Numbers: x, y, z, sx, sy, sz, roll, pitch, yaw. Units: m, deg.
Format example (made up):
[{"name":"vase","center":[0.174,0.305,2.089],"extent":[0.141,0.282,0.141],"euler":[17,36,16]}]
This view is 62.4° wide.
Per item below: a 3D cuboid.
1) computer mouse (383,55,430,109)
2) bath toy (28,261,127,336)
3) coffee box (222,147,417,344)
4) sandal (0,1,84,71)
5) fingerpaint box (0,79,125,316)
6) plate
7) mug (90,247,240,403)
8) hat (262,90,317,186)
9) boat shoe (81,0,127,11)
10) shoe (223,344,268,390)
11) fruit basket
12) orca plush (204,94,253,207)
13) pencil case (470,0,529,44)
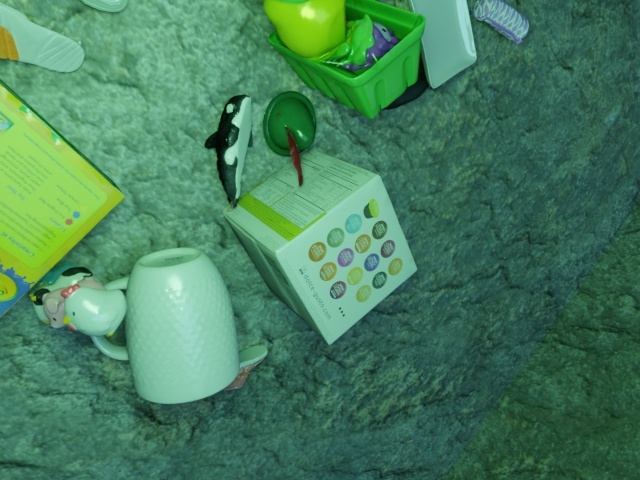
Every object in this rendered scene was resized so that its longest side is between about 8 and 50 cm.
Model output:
[{"name":"computer mouse","center":[0.269,-0.490,1.590],"extent":[0.272,0.072,0.189],"euler":[-36,125,-15]},{"name":"bath toy","center":[-0.548,0.127,1.155],"extent":[0.129,0.348,0.152],"euler":[41,70,-36]},{"name":"coffee box","center":[0.000,0.000,1.455],"extent":[0.334,0.338,0.338],"euler":[-37,125,-15]},{"name":"sandal","center":[-0.617,-0.414,1.066],"extent":[0.265,0.076,0.102],"euler":[11,117,-56]},{"name":"fingerpaint box","center":[-0.704,-0.126,1.065],"extent":[0.371,0.163,0.445],"euler":[-47,126,-8]},{"name":"plate","center":[0.358,-0.625,1.564],"extent":[0.277,0.045,0.278],"euler":[-39,120,-35]},{"name":"mug","center":[-0.408,0.201,1.350],"extent":[0.373,0.276,0.329],"euler":[-4,106,1]},{"name":"hat","center":[-0.040,-0.283,1.409],"extent":[0.172,0.183,0.209],"euler":[-19,119,-25]},{"name":"boat shoe","center":[-0.496,-0.542,1.065],"extent":[0.227,0.081,0.079],"euler":[27,94,-37]},{"name":"shoe","center":[-0.239,0.398,1.643],"extent":[0.177,0.063,0.081],"euler":[-25,122,-16]},{"name":"fruit basket","center":[0.030,-0.506,1.248],"extent":[0.283,0.392,0.392],"euler":[-41,126,-11]},{"name":"orca plush","center":[-0.247,-0.238,1.381],"extent":[0.151,0.102,0.288],"euler":[-61,161,-57]},{"name":"pencil case","center":[0.579,-0.708,1.686],"extent":[0.206,0.086,0.088],"euler":[10,70,-34]}]
